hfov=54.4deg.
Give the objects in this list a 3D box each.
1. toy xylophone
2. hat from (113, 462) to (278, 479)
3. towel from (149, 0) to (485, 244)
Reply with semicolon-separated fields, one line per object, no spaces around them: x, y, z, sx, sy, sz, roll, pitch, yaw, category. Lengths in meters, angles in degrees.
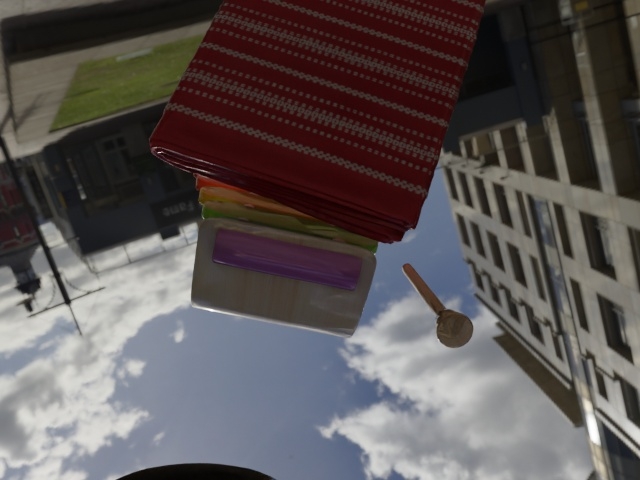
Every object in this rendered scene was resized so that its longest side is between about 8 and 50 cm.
0.000;0.000;0.544;0.236;0.081;0.322;10;-165;-12;toy xylophone
-0.099;0.240;0.450;0.332;0.133;0.331;4;177;0;hat
0.012;-0.144;0.483;0.199;0.274;0.031;19;156;4;towel
